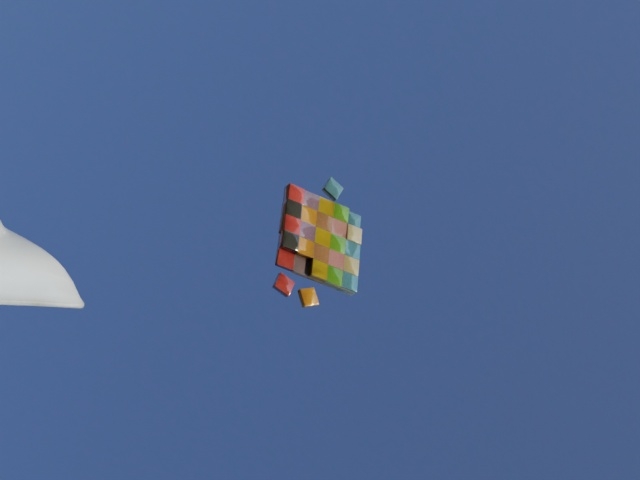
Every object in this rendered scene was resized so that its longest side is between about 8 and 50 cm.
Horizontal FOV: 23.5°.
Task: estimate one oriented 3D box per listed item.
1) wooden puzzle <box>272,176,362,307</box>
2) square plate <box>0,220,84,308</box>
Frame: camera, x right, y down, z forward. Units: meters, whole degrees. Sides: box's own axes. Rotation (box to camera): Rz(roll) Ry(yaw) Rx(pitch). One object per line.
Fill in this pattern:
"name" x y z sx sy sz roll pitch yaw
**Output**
"wooden puzzle" 0.000 0.000 0.826 0.006 0.049 0.083 -34 -138 48
"square plate" -0.374 -0.043 0.996 0.347 0.344 0.049 24 -83 29
